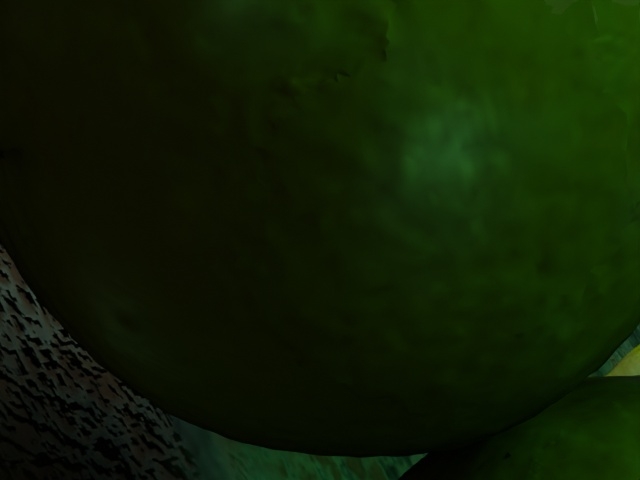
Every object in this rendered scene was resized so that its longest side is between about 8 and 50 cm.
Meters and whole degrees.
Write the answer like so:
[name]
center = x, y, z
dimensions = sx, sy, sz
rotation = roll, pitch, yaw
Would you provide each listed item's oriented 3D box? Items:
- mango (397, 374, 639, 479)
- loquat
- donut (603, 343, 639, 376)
[mango]
center = 0.184, 0.186, 0.741
dimensions = 0.445, 0.301, 0.220
rotation = 30, 61, -62
[loquat]
center = -0.001, -0.089, 0.603
dimensions = 0.359, 0.328, 0.328
rotation = 30, 26, -5
[donut]
center = 0.288, 0.156, 1.058
dimensions = 0.128, 0.208, 0.261
rotation = 36, 20, -32
